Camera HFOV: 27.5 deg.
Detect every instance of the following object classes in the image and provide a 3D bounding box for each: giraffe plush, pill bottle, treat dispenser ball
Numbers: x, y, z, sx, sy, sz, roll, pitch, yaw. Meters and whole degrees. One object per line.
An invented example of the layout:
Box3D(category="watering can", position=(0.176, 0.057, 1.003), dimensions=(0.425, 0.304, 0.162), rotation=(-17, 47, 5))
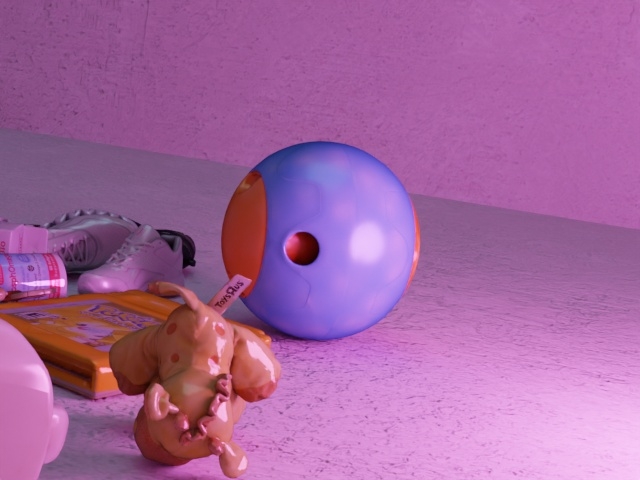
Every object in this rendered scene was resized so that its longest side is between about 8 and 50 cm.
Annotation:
Box3D(category="giraffe plush", position=(-0.129, 0.160, 1.336), dimensions=(0.181, 0.210, 0.170), rotation=(16, 41, -11))
Box3D(category="pill bottle", position=(-0.442, 0.061, 1.818), dimensions=(0.160, 0.087, 0.087), rotation=(-1, 13, -35))
Box3D(category="treat dispenser ball", position=(0.000, 0.000, 1.889), dimensions=(0.288, 0.288, 0.288), rotation=(7, 10, -1))

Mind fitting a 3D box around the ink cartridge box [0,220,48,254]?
Box3D(category="ink cartridge box", position=(-0.503, 0.023, 1.941), dimensions=(0.180, 0.104, 0.060), rotation=(7, 10, 5))

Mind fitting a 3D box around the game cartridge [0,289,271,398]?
Box3D(category="game cartridge", position=(-0.263, 0.123, 1.696), dimensions=(0.285, 0.052, 0.324), rotation=(15, 14, 37))

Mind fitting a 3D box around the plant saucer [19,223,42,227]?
Box3D(category="plant saucer", position=(-0.495, 0.000, 2.295), dimensions=(0.168, 0.029, 0.168), rotation=(6, 11, -1))

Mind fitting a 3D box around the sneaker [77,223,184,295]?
Box3D(category="sneaker", position=(-0.290, 0.033, 1.998), dimensions=(0.090, 0.115, 0.232), rotation=(12, 11, 25))

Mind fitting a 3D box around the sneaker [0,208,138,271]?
Box3D(category="sneaker", position=(-0.428, 0.017, 2.072), dimensions=(0.292, 0.110, 0.118), rotation=(-5, 21, -17))

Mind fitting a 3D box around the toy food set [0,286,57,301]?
Box3D(category="toy food set", position=(-0.416, 0.071, 1.736), dimensions=(0.122, 0.019, 0.078), rotation=(-8, -4, -24))

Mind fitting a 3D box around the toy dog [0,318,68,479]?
Box3D(category="toy dog", position=(-0.443, 0.100, 1.063), dimensions=(0.408, 0.284, 0.395), rotation=(10, 10, 29))

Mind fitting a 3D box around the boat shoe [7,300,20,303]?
Box3D(category="boat shoe", position=(-0.417, 0.097, 1.778), dimensions=(0.100, 0.035, 0.035), rotation=(0, 12, -36))

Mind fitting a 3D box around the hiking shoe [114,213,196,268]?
Box3D(category="hiking shoe", position=(-0.321, 0.006, 2.214), dimensions=(0.227, 0.086, 0.114), rotation=(6, 7, -10))
